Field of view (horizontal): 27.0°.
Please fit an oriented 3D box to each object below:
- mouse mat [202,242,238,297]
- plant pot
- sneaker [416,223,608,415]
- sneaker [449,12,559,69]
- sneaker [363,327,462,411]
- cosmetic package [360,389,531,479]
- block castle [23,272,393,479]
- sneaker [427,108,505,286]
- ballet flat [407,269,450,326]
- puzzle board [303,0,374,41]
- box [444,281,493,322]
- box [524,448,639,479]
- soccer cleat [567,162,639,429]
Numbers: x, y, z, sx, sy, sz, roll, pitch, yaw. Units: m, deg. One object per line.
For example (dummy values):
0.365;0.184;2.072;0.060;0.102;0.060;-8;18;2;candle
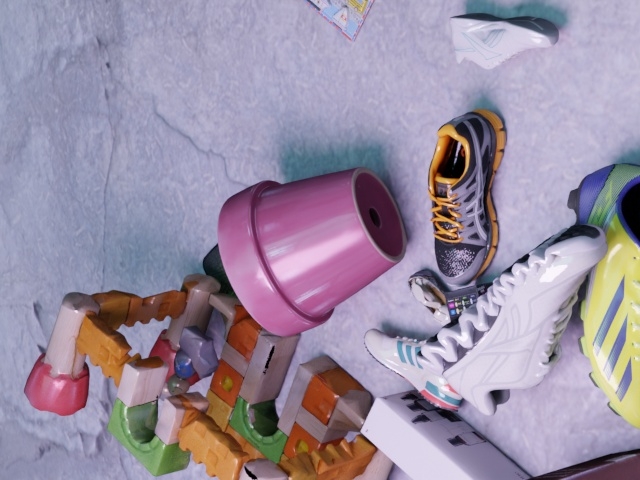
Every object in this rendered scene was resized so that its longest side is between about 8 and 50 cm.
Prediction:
-0.088;0.040;1.873;0.190;0.007;0.152;-45;65;35;mouse mat
0.000;0.000;1.677;0.180;0.201;0.201;-23;78;25;plant pot
0.227;0.087;1.447;0.118;0.110;0.292;51;136;11;sneaker
0.214;-0.229;1.545;0.152;0.054;0.061;15;113;47;sneaker
0.127;0.143;1.662;0.161;0.057;0.075;38;101;35;sneaker
0.168;0.272;1.599;0.239;0.099;0.060;39;119;32;cosmetic package
-0.143;0.248;1.742;0.453;0.303;0.212;36;119;33;block castle
0.161;-0.049;1.585;0.084;0.083;0.214;11;103;40;sneaker
0.146;0.082;1.640;0.114;0.041;0.041;48;123;28;ballet flat
0.021;-0.332;1.732;0.128;0.011;0.096;45;122;31;puzzle board
0.192;0.094;1.583;0.052;0.062;0.083;-17;83;43;box
0.333;0.416;1.381;0.191;0.143;0.381;106;149;-78;box
0.340;0.059;1.421;0.121;0.093;0.289;-13;84;49;soccer cleat
